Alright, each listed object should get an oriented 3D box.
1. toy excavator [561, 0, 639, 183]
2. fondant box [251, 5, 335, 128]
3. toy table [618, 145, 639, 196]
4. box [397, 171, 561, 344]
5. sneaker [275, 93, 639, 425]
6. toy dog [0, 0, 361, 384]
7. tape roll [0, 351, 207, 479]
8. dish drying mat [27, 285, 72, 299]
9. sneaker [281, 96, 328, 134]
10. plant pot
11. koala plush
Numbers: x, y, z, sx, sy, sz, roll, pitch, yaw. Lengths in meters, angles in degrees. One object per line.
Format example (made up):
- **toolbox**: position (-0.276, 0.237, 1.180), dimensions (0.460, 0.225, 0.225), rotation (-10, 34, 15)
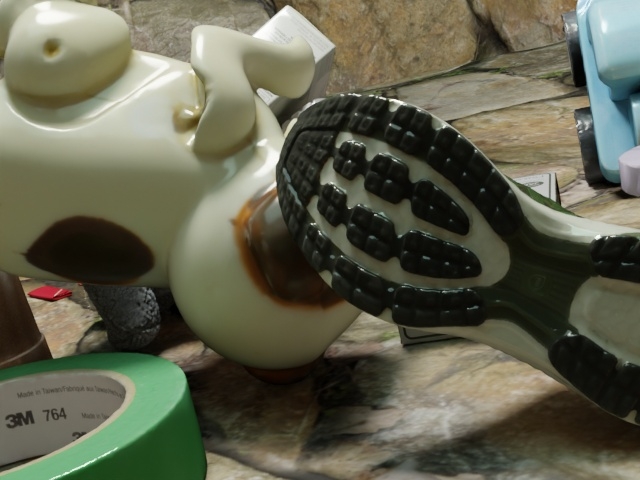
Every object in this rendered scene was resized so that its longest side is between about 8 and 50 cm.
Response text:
- **toy excavator**: position (0.416, -0.176, 1.451), dimensions (0.222, 0.433, 0.445), rotation (-9, -15, 13)
- **fondant box**: position (-0.133, -0.133, 1.628), dimensions (0.330, 0.096, 0.238), rotation (-43, -11, -19)
- **toy table**: position (0.395, -0.014, 0.990), dimensions (0.274, 0.161, 0.252), rotation (-8, 13, 14)
- **box**: position (0.170, 0.011, 1.253), dimensions (0.169, 0.087, 0.290), rotation (-9, 13, 12)
- **sneaker**: position (0.149, 0.021, 0.939), dimensions (0.410, 0.158, 0.182), rotation (30, 6, 18)
- **toy dog**: position (-0.133, -0.047, 1.100), dimensions (0.408, 0.284, 0.395), rotation (28, 46, 13)
- **tape roll**: position (-0.253, 0.180, 0.943), dimensions (0.321, 0.077, 0.321), rotation (-11, 13, 2)
- **dish drying mat**: position (-0.376, 0.073, 1.669), dimensions (0.032, 0.008, 0.083), rotation (-22, 16, -34)
- **sneaker**: position (-0.060, -0.058, 1.599), dimensions (0.281, 0.115, 0.105), rotation (-45, -10, 16)
- **plant pot**: position (-0.377, 0.083, 1.275), dimensions (0.167, 0.165, 0.167), rotation (-11, 13, 2)
- **koala plush**: position (-0.200, 0.016, 1.397), dimensions (0.196, 0.203, 0.221), rotation (-39, -11, -10)
